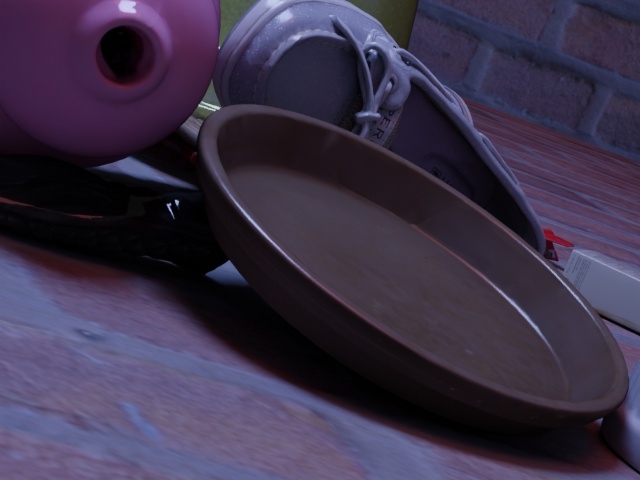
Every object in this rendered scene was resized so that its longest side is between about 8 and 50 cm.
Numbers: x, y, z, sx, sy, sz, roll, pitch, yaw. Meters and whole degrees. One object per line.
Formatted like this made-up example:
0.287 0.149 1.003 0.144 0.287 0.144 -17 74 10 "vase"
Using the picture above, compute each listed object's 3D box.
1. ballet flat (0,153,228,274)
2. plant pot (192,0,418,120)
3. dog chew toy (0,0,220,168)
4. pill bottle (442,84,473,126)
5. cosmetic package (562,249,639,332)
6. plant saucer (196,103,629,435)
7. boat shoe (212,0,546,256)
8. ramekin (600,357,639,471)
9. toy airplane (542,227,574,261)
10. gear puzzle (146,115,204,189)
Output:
-0.123 -0.009 0.997 0.173 0.049 0.057 12 40 -25 "ballet flat"
-0.026 -0.196 1.461 0.276 0.254 0.276 21 -1 1 "plant pot"
-0.151 -0.135 1.076 0.206 0.207 0.332 18 7 -23 "dog chew toy"
0.051 -0.103 1.673 0.112 0.112 0.186 28 11 32 "pill bottle"
0.256 0.048 1.490 0.115 0.041 0.060 27 10 28 "cosmetic package"
0.046 0.018 1.016 0.278 0.041 0.278 29 19 -11 "plant saucer"
0.049 -0.067 1.249 0.103 0.118 0.320 35 -2 41 "boat shoe"
0.273 0.099 1.032 0.207 0.109 0.207 21 10 -4 "ramekin"
0.167 -0.007 1.647 0.151 0.028 0.151 20 8 -3 "toy airplane"
0.000 0.000 1.197 0.339 0.044 0.175 35 6 41 "gear puzzle"
